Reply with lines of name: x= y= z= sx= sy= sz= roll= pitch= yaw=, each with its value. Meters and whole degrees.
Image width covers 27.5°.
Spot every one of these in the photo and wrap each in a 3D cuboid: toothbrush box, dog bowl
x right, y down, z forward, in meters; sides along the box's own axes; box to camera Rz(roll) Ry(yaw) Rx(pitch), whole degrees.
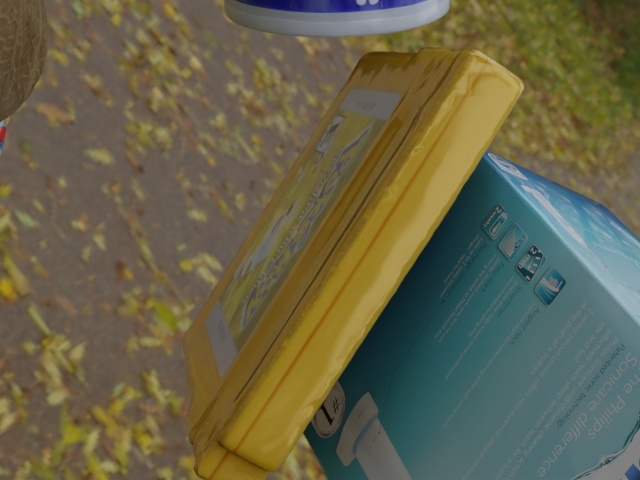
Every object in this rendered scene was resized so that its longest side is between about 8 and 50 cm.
toothbrush box: x=0.128 y=0.117 z=0.720 sx=0.126 sy=0.216 sz=0.295 roll=21 pitch=20 yaw=-31
dog bowl: x=0.018 y=-0.318 z=1.509 sx=0.265 sy=0.265 sz=0.104 roll=-73 pitch=162 yaw=-65

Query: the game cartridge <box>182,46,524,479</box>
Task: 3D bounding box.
game cartridge: x=0.000 y=0.000 z=0.862 sx=0.053 sy=0.285 sz=0.323 roll=32 pitch=3 yaw=-9

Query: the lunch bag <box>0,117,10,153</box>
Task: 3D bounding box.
lunch bag: x=-0.373 y=-0.014 z=0.847 sx=0.138 sy=0.293 sz=0.221 roll=50 pitch=38 yaw=-51

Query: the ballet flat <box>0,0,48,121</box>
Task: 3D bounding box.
ballet flat: x=-0.180 y=-0.148 z=0.356 sx=0.342 sy=0.124 sz=0.116 roll=46 pitch=55 yaw=-34
